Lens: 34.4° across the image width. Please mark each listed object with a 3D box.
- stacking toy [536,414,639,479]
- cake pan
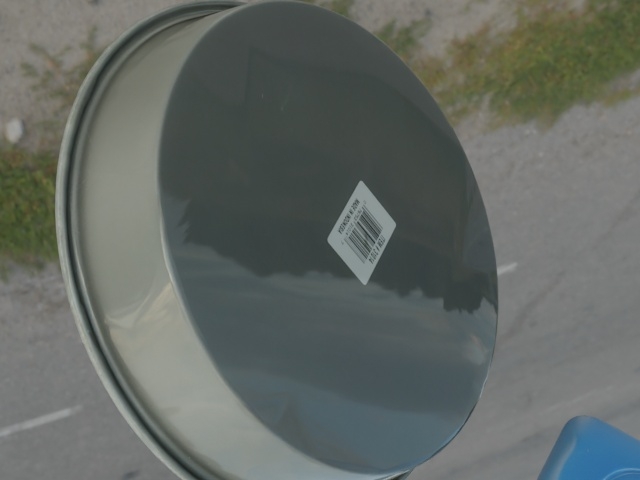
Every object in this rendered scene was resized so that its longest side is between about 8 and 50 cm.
[{"bbox_3d":[0.181,0.296,0.762,0.175,0.166,0.301,-43,160,-48],"label":"stacking toy"},{"bbox_3d":[0.000,0.000,0.552,0.054,0.293,0.293,-19,163,41],"label":"cake pan"}]
